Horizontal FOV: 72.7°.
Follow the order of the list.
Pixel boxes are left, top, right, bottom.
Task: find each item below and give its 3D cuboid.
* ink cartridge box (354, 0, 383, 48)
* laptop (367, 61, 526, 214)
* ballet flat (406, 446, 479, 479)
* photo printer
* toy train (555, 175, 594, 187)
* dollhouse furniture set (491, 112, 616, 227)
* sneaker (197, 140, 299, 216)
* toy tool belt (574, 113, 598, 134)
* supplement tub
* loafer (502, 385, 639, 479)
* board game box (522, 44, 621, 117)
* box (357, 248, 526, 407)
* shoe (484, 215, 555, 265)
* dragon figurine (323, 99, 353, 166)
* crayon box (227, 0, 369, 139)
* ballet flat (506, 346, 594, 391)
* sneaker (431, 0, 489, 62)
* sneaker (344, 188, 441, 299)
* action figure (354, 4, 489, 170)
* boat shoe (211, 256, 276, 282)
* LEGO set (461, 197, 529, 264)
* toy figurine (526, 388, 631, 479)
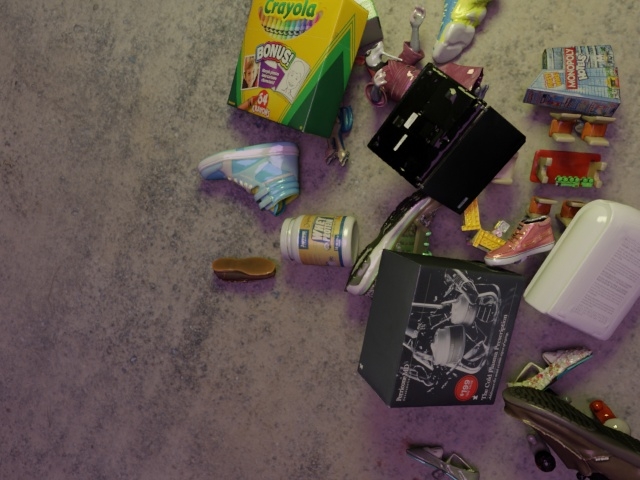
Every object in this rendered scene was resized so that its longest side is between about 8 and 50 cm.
[{"bbox_3d":[0.086,-0.640,1.147,0.087,0.153,0.208,-20,91,15],"label":"ink cartridge box"},{"bbox_3d":[0.293,-0.231,1.024,0.264,0.136,0.234,44,112,18],"label":"laptop"},{"bbox_3d":[0.352,0.634,1.250,0.213,0.072,0.068,26,74,10],"label":"ballet flat"},{"bbox_3d":[0.664,0.066,1.035,0.256,0.107,0.307,23,103,-23],"label":"photo printer"},{"bbox_3d":[0.588,-0.136,1.010,0.083,0.017,0.023,4,120,9],"label":"toy train"},{"bbox_3d":[0.551,-0.184,1.082,0.259,0.135,0.262,7,110,8],"label":"dollhouse furniture set"},{"bbox_3d":[-0.208,-0.164,1.284,0.319,0.127,0.208,-8,92,16],"label":"sneaker"},{"bbox_3d":[0.663,-0.294,1.086,0.083,0.052,0.051,35,75,8],"label":"toy tool belt"},{"bbox_3d":[0.000,0.000,1.233,0.200,0.144,0.144,2,96,14],"label":"supplement tub"},{"bbox_3d":[0.582,0.465,0.988,0.366,0.134,0.130,26,100,17],"label":"loafer"},{"bbox_3d":[0.595,-0.392,1.047,0.194,0.060,0.194,3,71,13],"label":"board game box"},{"bbox_3d":[0.294,0.217,1.087,0.312,0.179,0.343,7,99,-21],"label":"box"},{"bbox_3d":[0.472,-0.002,1.043,0.178,0.063,0.081,-17,105,-4],"label":"shoe"},{"bbox_3d":[0.041,-0.353,1.219,0.085,0.144,0.289,1,76,16],"label":"dragon figurine"},{"bbox_3d":[-0.078,-0.467,1.138,0.363,0.106,0.313,31,110,41],"label":"crayon box"},{"bbox_3d":[0.594,0.343,1.146,0.241,0.091,0.077,-42,59,10],"label":"ballet flat"},{"bbox_3d":[0.356,-0.588,1.129,0.240,0.091,0.126,-52,49,26],"label":"sneaker"},{"bbox_3d":[0.245,0.021,1.191,0.182,0.158,0.410,35,108,-6],"label":"sneaker"},{"bbox_3d":[0.247,-0.404,1.142,0.248,0.276,0.370,-46,62,-8],"label":"action figure"},{"bbox_3d":[-0.231,0.096,1.348,0.207,0.073,0.073,3,134,18],"label":"boat shoe"},{"bbox_3d":[0.416,-0.047,1.137,0.132,0.107,0.287,-41,89,1],"label":"LEGO set"},{"bbox_3d":[0.647,0.505,1.109,0.209,0.148,0.213,13,99,13],"label":"toy figurine"}]
